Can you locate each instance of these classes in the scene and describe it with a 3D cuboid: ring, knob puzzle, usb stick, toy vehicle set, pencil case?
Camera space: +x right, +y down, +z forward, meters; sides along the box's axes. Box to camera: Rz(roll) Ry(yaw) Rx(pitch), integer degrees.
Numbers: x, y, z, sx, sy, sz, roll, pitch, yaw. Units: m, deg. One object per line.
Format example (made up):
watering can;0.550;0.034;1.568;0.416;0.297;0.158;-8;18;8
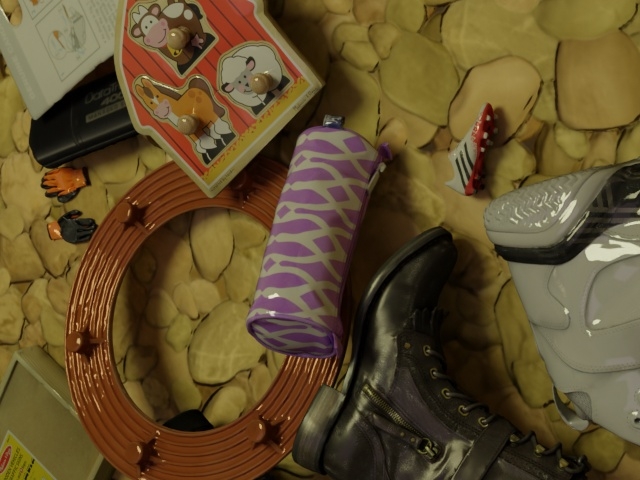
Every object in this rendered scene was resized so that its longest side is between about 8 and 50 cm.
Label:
ring;-0.121;0.072;1.202;0.336;0.032;0.337;-8;75;29
knob puzzle;-0.116;-0.156;1.141;0.213;0.030;0.213;10;115;22
usb stick;-0.193;-0.139;1.270;0.278;0.045;0.077;-16;66;36
toy vehicle set;-0.329;0.272;1.452;0.166;0.035;0.267;40;119;22
pencil case;0.000;0.000;1.090;0.088;0.086;0.206;10;65;13

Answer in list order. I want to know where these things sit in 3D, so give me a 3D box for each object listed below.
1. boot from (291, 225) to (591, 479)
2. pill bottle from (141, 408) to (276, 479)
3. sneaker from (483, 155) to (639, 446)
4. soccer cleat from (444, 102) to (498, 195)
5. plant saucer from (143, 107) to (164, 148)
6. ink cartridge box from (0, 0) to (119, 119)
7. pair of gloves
boot;0.121;0.143;1.056;0.229;0.091;0.263;27;90;25
pill bottle;-0.088;0.276;1.232;0.219;0.123;0.123;48;121;18
sneaker;0.298;0.032;0.915;0.366;0.137;0.210;-12;92;41
soccer cleat;0.127;-0.078;1.074;0.035;0.029;0.083;20;114;26
plant saucer;-0.140;-0.106;1.222;0.083;0.083;0.015;-16;57;36
ink cartridge box;-0.208;-0.338;1.229;0.385;0.091;0.308;-30;82;39
pair of gloves;-0.275;-0.038;1.371;0.074;0.010;0.083;-6;96;35
